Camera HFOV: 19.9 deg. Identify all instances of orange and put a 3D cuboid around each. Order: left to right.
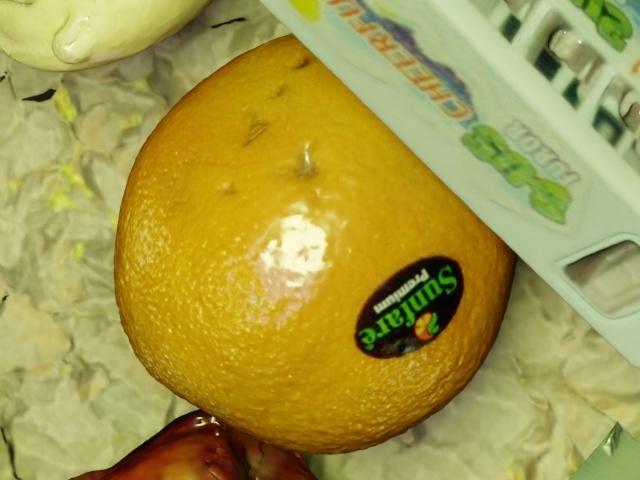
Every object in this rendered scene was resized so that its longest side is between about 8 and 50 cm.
[{"bbox_3d":[0.000,0.000,0.867,0.206,0.206,0.206,5,103,20],"label":"orange"}]

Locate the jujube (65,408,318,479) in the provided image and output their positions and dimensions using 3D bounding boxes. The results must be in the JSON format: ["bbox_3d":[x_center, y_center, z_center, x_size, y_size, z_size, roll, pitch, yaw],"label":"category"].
[{"bbox_3d":[-0.114,0.216,0.955,0.197,0.197,0.290,46,112,6],"label":"jujube"}]

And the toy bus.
[{"bbox_3d":[0.091,-0.086,0.782,0.330,0.136,0.109,43,138,-17],"label":"toy bus"}]

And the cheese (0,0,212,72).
[{"bbox_3d":[-0.161,-0.189,0.871,0.266,0.233,0.127,29,121,16],"label":"cheese"}]

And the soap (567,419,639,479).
[{"bbox_3d":[0.128,0.175,0.830,0.091,0.230,0.145,31,111,13],"label":"soap"}]
